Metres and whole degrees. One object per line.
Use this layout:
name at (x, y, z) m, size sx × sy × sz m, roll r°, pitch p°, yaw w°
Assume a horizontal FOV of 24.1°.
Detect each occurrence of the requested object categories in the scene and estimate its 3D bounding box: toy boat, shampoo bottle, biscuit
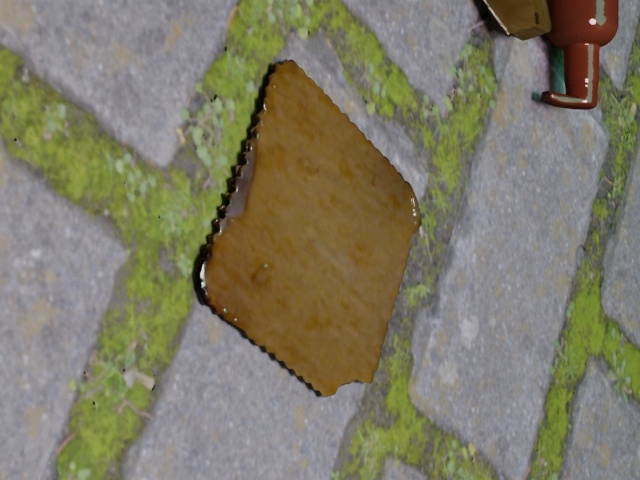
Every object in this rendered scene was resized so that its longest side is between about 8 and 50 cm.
toy boat at (0.170, -0.286, 1.454) m, size 0.206 × 0.064 × 0.072 m, roll 61°, pitch 30°, yaw -25°
shampoo bottle at (0.270, -0.258, 1.562) m, size 0.085 × 0.085 × 0.244 m, roll 9°, pitch 81°, yaw -51°
biscuit at (0.000, 0.000, 1.247) m, size 0.237 × 0.013 × 0.232 m, roll 43°, pitch 54°, yaw -40°
